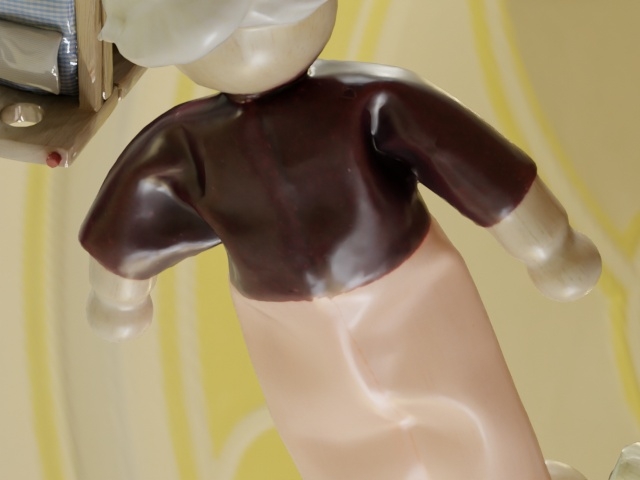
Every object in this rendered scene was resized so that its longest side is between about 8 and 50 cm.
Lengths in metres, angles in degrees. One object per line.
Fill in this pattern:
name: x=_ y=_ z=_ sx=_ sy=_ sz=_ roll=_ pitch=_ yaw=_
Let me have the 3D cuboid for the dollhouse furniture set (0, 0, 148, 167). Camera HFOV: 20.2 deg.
dollhouse furniture set: x=-0.181 y=-0.133 z=0.841 sx=0.129 sy=0.183 sz=0.129 roll=-62 pitch=-20 yaw=-52

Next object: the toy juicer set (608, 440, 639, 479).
toy juicer set: x=0.226 y=0.129 z=0.579 sx=0.329 sy=0.209 sz=0.090 roll=5 pitch=-72 yaw=-62

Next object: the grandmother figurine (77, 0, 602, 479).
grandmother figurine: x=0.000 y=0.000 z=0.704 sx=0.104 sy=0.207 sz=0.342 roll=-92 pitch=-15 yaw=-56
